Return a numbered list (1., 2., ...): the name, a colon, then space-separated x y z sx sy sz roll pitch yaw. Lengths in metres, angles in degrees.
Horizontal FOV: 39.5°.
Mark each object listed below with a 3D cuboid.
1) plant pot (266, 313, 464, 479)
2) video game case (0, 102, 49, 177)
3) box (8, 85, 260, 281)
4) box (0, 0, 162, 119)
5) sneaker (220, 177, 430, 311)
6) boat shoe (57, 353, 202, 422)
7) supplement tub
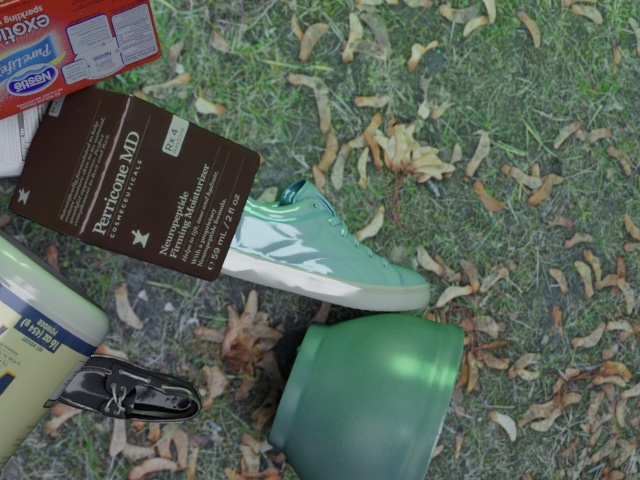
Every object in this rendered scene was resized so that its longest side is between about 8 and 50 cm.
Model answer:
1. plant pot: 0.047 0.220 1.178 0.196 0.293 0.293 19 88 4
2. video game case: -0.443 -0.202 1.028 0.244 0.061 0.269 -6 98 -23
3. box: -0.215 -0.068 1.047 0.203 0.167 0.168 21 88 -46
4. box: -0.317 -0.230 0.954 0.257 0.122 0.128 -26 139 -17
5. sneaker: 0.000 0.000 1.193 0.366 0.135 0.150 14 93 -24
6. boat shoe: -0.249 0.195 1.147 0.206 0.065 0.075 14 90 -23
7. supplement tub: -0.417 0.148 0.981 0.235 0.235 0.325 41 80 -21
